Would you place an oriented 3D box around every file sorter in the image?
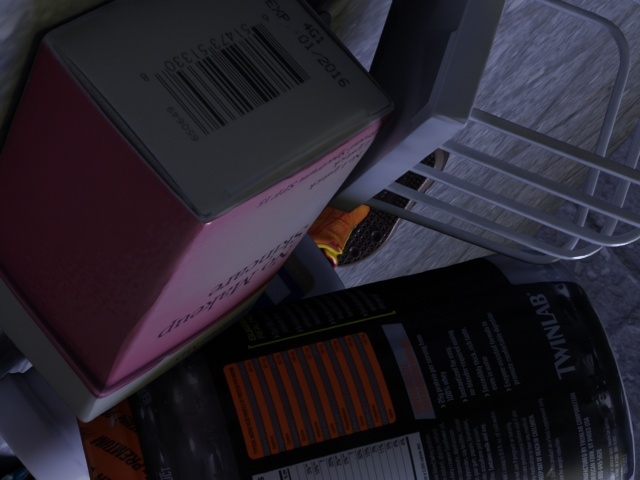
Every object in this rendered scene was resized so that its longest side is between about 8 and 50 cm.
[{"bbox_3d":[0.133,-0.101,0.804,0.278,0.173,0.192,146,-36,-77],"label":"file sorter"}]

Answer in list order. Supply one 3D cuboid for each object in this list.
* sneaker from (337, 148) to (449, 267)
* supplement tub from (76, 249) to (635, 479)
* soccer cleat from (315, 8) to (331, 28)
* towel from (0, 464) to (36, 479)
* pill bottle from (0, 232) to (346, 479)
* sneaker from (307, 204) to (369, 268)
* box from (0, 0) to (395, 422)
[{"bbox_3d":[0.075,-0.042,1.508,0.188,0.066,0.071,-45,170,27],"label":"sneaker"},{"bbox_3d":[0.017,0.137,0.941,0.338,0.207,0.207,-12,163,-11],"label":"supplement tub"},{"bbox_3d":[-0.004,-0.123,0.936,0.029,0.035,0.083,-35,169,-28],"label":"soccer cleat"},{"bbox_3d":[-0.413,0.344,1.325,0.370,0.040,0.271,-40,179,-7],"label":"towel"},{"bbox_3d":[-0.118,0.085,1.081,0.265,0.153,0.153,-39,170,-11],"label":"pill bottle"},{"bbox_3d":[0.000,0.000,1.407,0.175,0.067,0.064,-32,165,-50],"label":"sneaker"},{"bbox_3d":[-0.087,-0.026,0.780,0.149,0.127,0.232,-34,168,-37],"label":"box"}]
